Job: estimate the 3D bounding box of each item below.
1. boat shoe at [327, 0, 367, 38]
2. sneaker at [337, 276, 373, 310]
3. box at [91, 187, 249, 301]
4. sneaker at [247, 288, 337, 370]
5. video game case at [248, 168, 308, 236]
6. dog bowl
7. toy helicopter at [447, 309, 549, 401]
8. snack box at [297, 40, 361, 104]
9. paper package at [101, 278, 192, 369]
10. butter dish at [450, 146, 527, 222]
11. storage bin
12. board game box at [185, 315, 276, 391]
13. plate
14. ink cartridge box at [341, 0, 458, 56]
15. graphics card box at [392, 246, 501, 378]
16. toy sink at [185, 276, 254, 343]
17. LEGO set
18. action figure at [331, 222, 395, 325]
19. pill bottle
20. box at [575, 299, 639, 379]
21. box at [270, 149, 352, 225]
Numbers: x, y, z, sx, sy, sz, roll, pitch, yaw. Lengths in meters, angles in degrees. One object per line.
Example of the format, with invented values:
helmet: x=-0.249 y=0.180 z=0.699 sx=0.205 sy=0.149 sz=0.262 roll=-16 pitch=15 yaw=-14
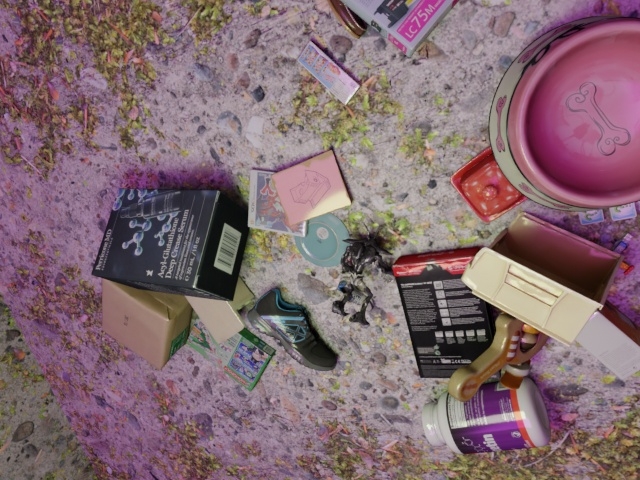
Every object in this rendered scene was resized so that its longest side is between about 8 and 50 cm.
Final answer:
boat shoe: x=0.051 y=-0.591 z=1.107 sx=0.073 sy=0.073 sz=0.207 roll=-33 pitch=95 yaw=34
sneaker: x=0.103 y=0.175 z=1.413 sx=0.135 sy=0.058 sz=0.052 roll=40 pitch=122 yaw=4
box: x=-0.456 y=0.010 z=1.437 sx=0.395 sy=0.212 sz=0.293 roll=3 pitch=73 yaw=23
sneaker: x=-0.072 y=0.299 z=1.507 sx=0.341 sy=0.125 sz=0.140 roll=36 pitch=96 yaw=-6
video game case: x=-0.128 y=-0.115 z=1.401 sx=0.201 sy=0.023 sz=0.183 roll=10 pitch=106 yaw=20
dog bowl: x=0.561 y=-0.246 z=0.926 sx=0.408 sy=0.150 sz=0.408 roll=3 pitch=104 yaw=12
toy helicopter: x=0.460 y=0.293 z=1.163 sx=0.140 sy=0.355 sz=0.235 roll=32 pitch=147 yaw=52
snack box: x=0.023 y=-0.442 z=1.212 sx=0.178 sy=0.022 sz=0.064 roll=44 pitch=123 yaw=2
paper package: x=-0.638 y=0.264 z=1.696 sx=0.309 sy=0.168 sz=0.325 roll=32 pitch=130 yaw=10
butter dish: x=0.413 y=-0.127 z=1.109 sx=0.160 sy=0.118 sz=0.160 roll=-39 pitch=92 yaw=31
storage bin: x=0.499 y=0.068 z=1.040 sx=0.260 sy=0.262 sz=0.123 roll=31 pitch=128 yaw=27
board game box: x=-0.340 y=0.397 z=1.716 sx=0.317 sy=0.046 sz=0.213 roll=34 pitch=122 yaw=8
plate: x=0.000 y=0.000 z=1.407 sx=0.188 sy=0.024 sz=0.188 roll=10 pitch=115 yaw=22
ink cartridge box: x=0.147 y=-0.588 z=1.035 sx=0.311 sy=0.065 sz=0.186 roll=42 pitch=97 yaw=6
graphics card box: x=0.359 y=0.210 z=1.289 sx=0.232 sy=0.094 sz=0.371 roll=-9 pitch=106 yaw=27
toy sink: x=-0.335 y=0.206 z=1.585 sx=0.153 sy=0.131 sz=0.234 roll=-36 pitch=88 yaw=32
LEGO set: x=0.710 y=-0.003 z=1.062 sx=0.182 sy=0.060 sz=0.244 roll=-11 pitch=107 yaw=32
action figure: x=0.122 y=0.093 z=1.328 sx=0.164 sy=0.141 sz=0.276 roll=18 pitch=91 yaw=25
pill bottle: x=0.464 y=0.506 z=1.313 sx=0.323 sy=0.181 sz=0.181 roll=-23 pitch=100 yaw=30
box: x=0.696 y=0.223 z=1.118 sx=0.170 sy=0.130 sz=0.091 roll=41 pitch=122 yaw=3
box: x=-0.028 y=-0.149 z=1.330 sx=0.201 sy=0.021 sz=0.164 roll=-19 pitch=98 yaw=18
